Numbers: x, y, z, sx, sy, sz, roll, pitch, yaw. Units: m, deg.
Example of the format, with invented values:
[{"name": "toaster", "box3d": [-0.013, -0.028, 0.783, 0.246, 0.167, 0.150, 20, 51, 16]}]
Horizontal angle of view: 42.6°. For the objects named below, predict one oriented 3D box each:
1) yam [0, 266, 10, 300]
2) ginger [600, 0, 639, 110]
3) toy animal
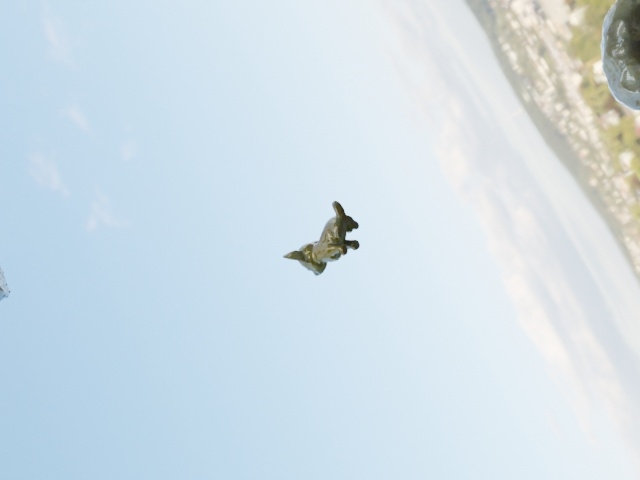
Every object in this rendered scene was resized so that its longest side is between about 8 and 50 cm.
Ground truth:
[{"name": "yam", "box3d": [-0.473, 0.060, 0.920, 0.154, 0.255, 0.154, 56, 168, 18]}, {"name": "ginger", "box3d": [0.308, -0.134, 0.508, 0.065, 0.259, 0.149, 80, -162, -72]}, {"name": "toy animal", "box3d": [0.000, 0.000, 0.963, 0.060, 0.083, 0.081, -27, -79, -54]}]
